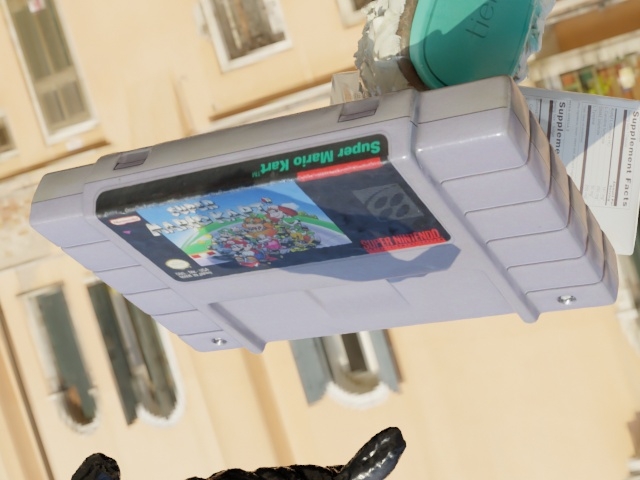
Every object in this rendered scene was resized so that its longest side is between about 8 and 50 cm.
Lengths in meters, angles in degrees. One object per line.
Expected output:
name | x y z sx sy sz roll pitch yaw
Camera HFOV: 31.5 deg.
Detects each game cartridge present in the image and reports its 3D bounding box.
game cartridge | 0.000 0.000 0.787 0.355 0.068 0.230 -9 151 28

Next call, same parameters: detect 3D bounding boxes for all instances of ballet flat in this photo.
ballet flat | 0.123 -0.262 0.792 0.147 0.408 0.147 25 172 4

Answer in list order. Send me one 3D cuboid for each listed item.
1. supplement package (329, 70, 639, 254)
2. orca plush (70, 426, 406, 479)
supplement package | 0.139 -0.067 0.979 0.244 0.133 0.139 5 -176 -18
orca plush | -0.074 0.146 0.538 0.287 0.102 0.151 -24 -163 -30
